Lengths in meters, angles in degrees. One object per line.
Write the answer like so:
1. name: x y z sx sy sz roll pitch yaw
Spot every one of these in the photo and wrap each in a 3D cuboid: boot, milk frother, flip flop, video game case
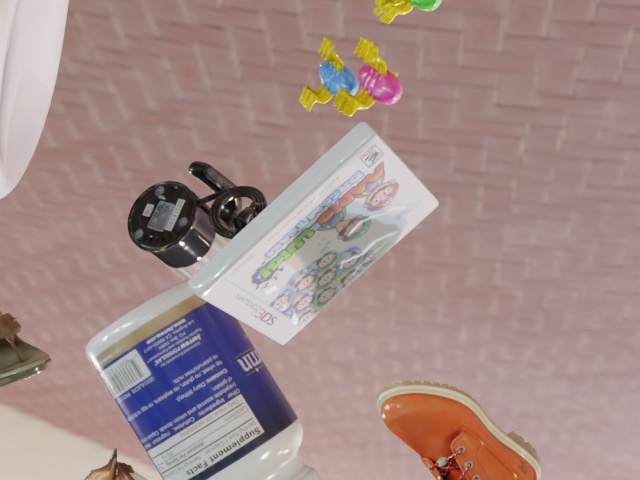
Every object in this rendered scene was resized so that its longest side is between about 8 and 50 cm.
1. boot: 0.107 0.170 1.068 0.158 0.084 0.059 34 128 -18
2. milk frother: -0.111 -0.003 1.521 0.143 0.129 0.135 36 175 33
3. flip flop: -0.487 0.140 2.062 0.112 0.080 0.277 -19 -151 -24
4. video game case: 0.000 0.000 0.955 0.157 0.019 0.143 -43 152 5

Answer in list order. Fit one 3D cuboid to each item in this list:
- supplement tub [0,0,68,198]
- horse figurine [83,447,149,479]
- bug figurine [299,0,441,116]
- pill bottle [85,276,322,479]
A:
1. supplement tub: -0.369 -0.172 1.010 0.331 0.241 0.241 12 161 -1
2. horse figurine: -0.189 0.301 1.218 0.174 0.066 0.263 37 129 -19
3. bug figurine: 0.070 -0.257 1.622 0.072 0.279 0.216 16 -158 -23
4. pill bottle: -0.112 0.181 1.427 0.153 0.264 0.153 -32 178 -1
